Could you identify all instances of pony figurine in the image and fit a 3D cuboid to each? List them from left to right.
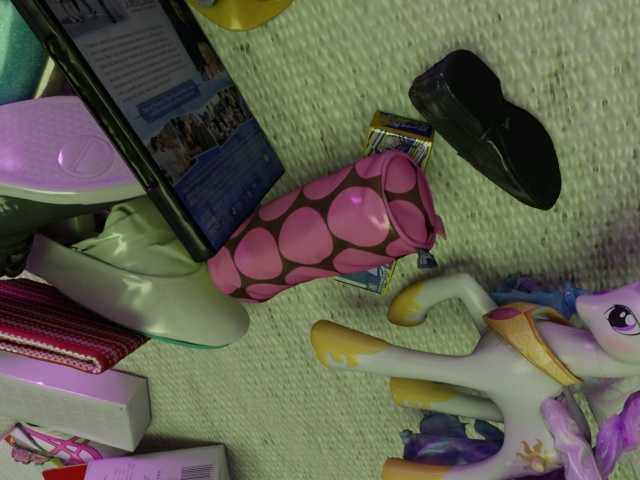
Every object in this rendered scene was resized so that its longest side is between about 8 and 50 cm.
[{"bbox_3d":[0.210,0.171,0.485,0.364,0.303,0.350,-15,106,39],"label":"pony figurine"}]

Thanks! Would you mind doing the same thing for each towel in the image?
[{"bbox_3d":[-0.282,0.084,0.557,0.199,0.275,0.031,16,87,-5],"label":"towel"}]

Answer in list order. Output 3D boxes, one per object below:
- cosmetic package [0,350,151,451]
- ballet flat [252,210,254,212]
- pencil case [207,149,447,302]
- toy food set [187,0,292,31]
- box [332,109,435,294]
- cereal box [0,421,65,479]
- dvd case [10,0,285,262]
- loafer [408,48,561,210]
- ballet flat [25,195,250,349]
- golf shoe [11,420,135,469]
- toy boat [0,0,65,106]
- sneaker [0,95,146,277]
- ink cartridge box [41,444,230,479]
[{"bbox_3d":[-0.374,0.228,0.778,0.239,0.060,0.098,11,123,9],"label":"cosmetic package"},{"bbox_3d":[-0.137,-0.065,0.542,0.077,0.077,0.230,-10,119,41],"label":"ballet flat"},{"bbox_3d":[0.000,0.000,0.469,0.210,0.095,0.098,-17,155,35],"label":"pencil case"},{"bbox_3d":[-0.103,-0.254,0.394,0.128,0.071,0.218,-35,119,26],"label":"toy food set"},{"bbox_3d":[0.059,-0.033,0.511,0.059,0.054,0.168,16,122,7],"label":"box"},{"bbox_3d":[-0.509,0.413,0.929,0.240,0.047,0.173,-36,104,29],"label":"cereal box"},{"bbox_3d":[-0.127,-0.127,0.434,0.022,0.180,0.252,-21,111,26],"label":"dvd case"},{"bbox_3d":[0.147,-0.090,0.461,0.170,0.062,0.061,45,160,-19],"label":"loafer"},{"bbox_3d":[-0.254,-0.009,0.578,0.401,0.139,0.139,23,122,6],"label":"ballet flat"},{"bbox_3d":[-0.381,0.304,0.818,0.186,0.067,0.085,7,91,-5],"label":"golf shoe"},{"bbox_3d":[-0.392,-0.200,0.470,0.318,0.148,0.267,35,105,1],"label":"toy boat"},{"bbox_3d":[-0.260,-0.037,0.477,0.296,0.104,0.146,-9,151,-11],"label":"sneaker"},{"bbox_3d":[-0.265,0.479,0.803,0.272,0.130,0.309,-5,119,-4],"label":"ink cartridge box"}]
